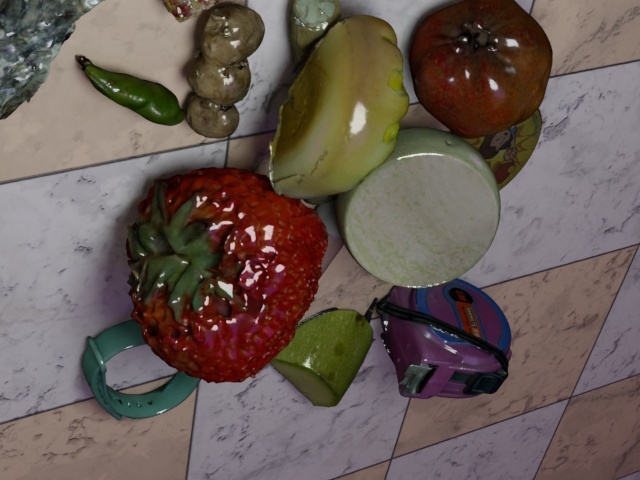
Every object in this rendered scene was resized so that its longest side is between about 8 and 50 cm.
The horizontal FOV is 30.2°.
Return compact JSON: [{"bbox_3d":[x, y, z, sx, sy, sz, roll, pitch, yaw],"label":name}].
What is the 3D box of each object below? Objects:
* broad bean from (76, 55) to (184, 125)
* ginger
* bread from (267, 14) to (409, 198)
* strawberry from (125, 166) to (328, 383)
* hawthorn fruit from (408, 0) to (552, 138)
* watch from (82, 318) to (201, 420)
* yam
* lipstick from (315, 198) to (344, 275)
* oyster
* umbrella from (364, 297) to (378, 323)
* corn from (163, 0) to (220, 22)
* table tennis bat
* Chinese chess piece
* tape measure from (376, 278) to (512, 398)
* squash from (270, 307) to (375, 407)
[{"bbox_3d":[-0.234,-0.188,1.548,0.046,0.061,0.195,-45,141,16],"label":"broad bean"},{"bbox_3d":[-0.129,-0.219,1.579,0.104,0.080,0.204,-32,150,-49],"label":"ginger"},{"bbox_3d":[0.040,-0.154,1.592,0.158,0.156,0.260,12,127,-34],"label":"bread"},{"bbox_3d":[-0.123,0.049,1.734,0.351,0.267,0.312,2,101,-59],"label":"strawberry"},{"bbox_3d":[0.233,-0.243,1.754,0.208,0.208,0.248,-31,161,-5],"label":"hawthorn fruit"},{"bbox_3d":[-0.286,0.202,1.926,0.195,0.068,0.237,-35,146,3],"label":"watch"},{"bbox_3d":[-0.001,-0.196,1.708,0.083,0.083,0.371,-23,142,-16],"label":"yam"},{"bbox_3d":[0.000,0.000,1.916,0.070,0.070,0.254,10,124,-43],"label":"lipstick"},{"bbox_3d":[-0.386,-0.212,1.355,0.351,0.158,0.162,-30,179,14],"label":"oyster"},{"bbox_3d":[0.054,0.216,2.214,0.044,0.044,0.269,-33,152,-52],"label":"umbrella"},{"bbox_3d":[-0.097,-0.360,1.465,0.237,0.079,0.079,-36,143,8],"label":"corn"},{"bbox_3d":[0.255,-0.120,2.014,0.200,0.038,0.310,20,114,-46],"label":"table tennis bat"},{"bbox_3d":[0.147,-0.050,1.797,0.250,0.101,0.250,-2,118,-3],"label":"Chinese chess piece"},{"bbox_3d":[0.218,0.178,2.145,0.245,0.231,0.149,10,128,-23],"label":"tape measure"},{"bbox_3d":[0.024,0.217,2.127,0.184,0.085,0.192,-40,130,3],"label":"squash"}]
